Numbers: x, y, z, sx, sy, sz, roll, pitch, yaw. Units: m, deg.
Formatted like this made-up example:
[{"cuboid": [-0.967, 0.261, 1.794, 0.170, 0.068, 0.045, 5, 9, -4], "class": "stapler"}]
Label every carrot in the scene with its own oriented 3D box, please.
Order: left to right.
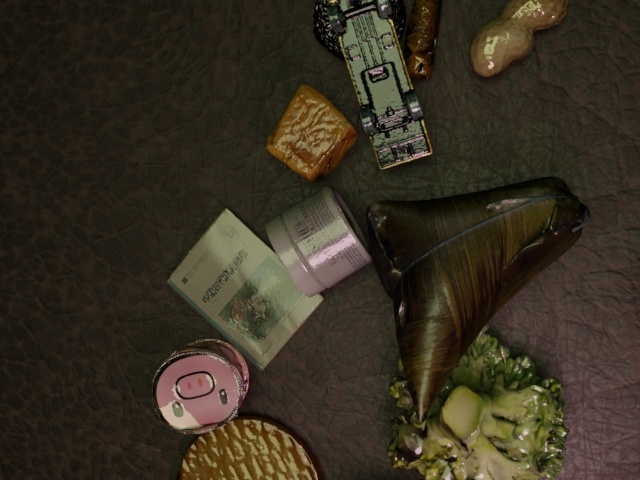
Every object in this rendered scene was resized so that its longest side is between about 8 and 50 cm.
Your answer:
[{"cuboid": [0.208, -0.438, 1.572, 0.069, 0.069, 0.228, 7, 88, 11], "class": "carrot"}]

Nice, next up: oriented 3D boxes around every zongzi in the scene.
[{"cuboid": [0.310, 0.095, 1.407, 0.404, 0.207, 0.432, -11, 55, 4], "class": "zongzi"}]

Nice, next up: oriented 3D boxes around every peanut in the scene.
[{"cuboid": [0.382, -0.412, 1.531, 0.228, 0.085, 0.104, -45, 91, 5], "class": "peanut"}]

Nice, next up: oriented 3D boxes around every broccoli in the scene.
[{"cuboid": [0.277, 0.332, 1.462, 0.334, 0.324, 0.272, -46, 124, -2], "class": "broccoli"}]

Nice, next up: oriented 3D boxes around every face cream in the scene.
[{"cuboid": [0.000, 0.000, 1.542, 0.153, 0.177, 0.177, -32, 83, 7], "class": "face cream"}]

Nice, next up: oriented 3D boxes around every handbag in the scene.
[{"cuboid": [-0.246, 0.297, 1.610, 0.205, 0.116, 0.179, -17, 86, 9], "class": "handbag"}]

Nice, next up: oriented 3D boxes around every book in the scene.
[{"cuboid": [-0.159, 0.102, 1.647, 0.283, 0.025, 0.215, 40, 97, 8], "class": "book"}]

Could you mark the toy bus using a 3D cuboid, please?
[{"cuboid": [0.118, -0.315, 1.526, 0.121, 0.123, 0.335, -17, 99, 11], "class": "toy bus"}]

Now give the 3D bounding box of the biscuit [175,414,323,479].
[{"cuboid": [-0.147, 0.517, 1.624, 0.318, 0.040, 0.317, 0, 90, 11], "class": "biscuit"}]

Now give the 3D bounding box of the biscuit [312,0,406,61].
[{"cuboid": [0.079, -0.455, 1.603, 0.195, 0.053, 0.194, 0, 89, 10], "class": "biscuit"}]

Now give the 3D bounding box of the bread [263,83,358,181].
[{"cuboid": [-0.021, -0.208, 1.574, 0.143, 0.149, 0.158, 35, 89, 8], "class": "bread"}]
